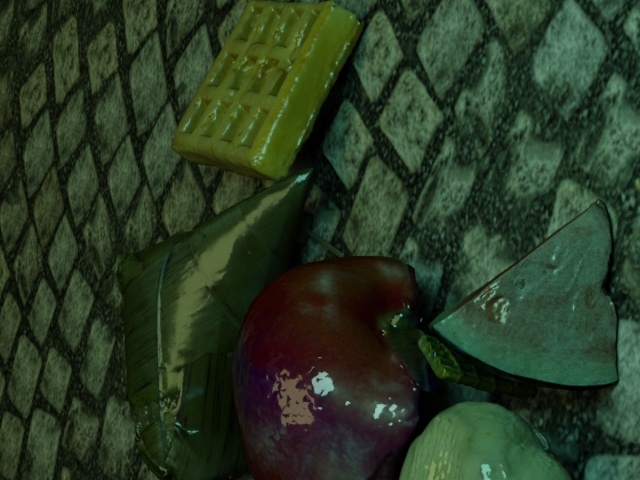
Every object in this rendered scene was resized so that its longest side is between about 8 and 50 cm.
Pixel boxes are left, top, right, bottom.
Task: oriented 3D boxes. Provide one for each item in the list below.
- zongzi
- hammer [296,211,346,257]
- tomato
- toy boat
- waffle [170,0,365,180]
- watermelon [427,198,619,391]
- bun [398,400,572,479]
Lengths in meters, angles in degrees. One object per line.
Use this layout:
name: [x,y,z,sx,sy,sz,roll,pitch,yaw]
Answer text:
zongzi: [-0.097,0.111,2.300,0.360,0.160,0.323,-30,64,43]
hammer: [0.000,0.000,2.273,0.110,0.019,0.036,36,114,55]
tomato: [-0.011,0.167,2.006,0.335,0.176,0.290,-93,18,-54]
toy boat: [0.152,0.122,1.871,0.016,0.115,0.063,-59,37,25]
waffle: [-0.070,-0.186,2.336,0.248,0.055,0.221,15,74,60]
watermelon: [0.215,0.065,1.853,0.202,0.136,0.207,-31,14,9]
bun: [0.159,0.266,1.795,0.239,0.141,0.239,-171,90,-72]
